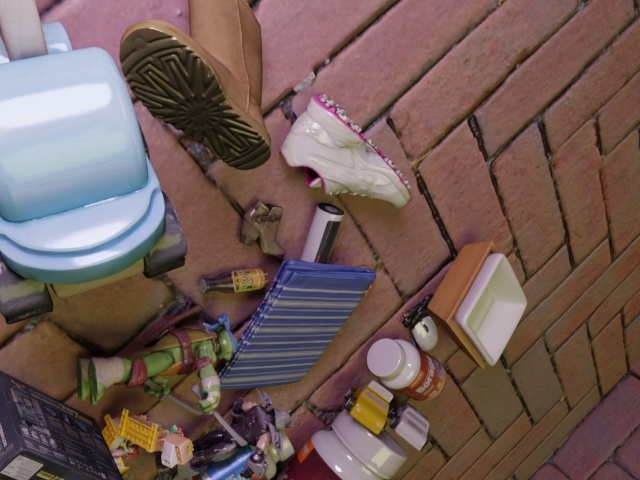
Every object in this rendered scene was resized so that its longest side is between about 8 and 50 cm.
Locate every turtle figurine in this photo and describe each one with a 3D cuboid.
[{"bbox_3d":[-0.262,0.259,1.055,0.266,0.198,0.274,1,114,-33],"label":"turtle figurine"}]

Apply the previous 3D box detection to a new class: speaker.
[{"bbox_3d":[0.000,0.000,1.191,0.055,0.055,0.136,1,118,-39],"label":"speaker"}]

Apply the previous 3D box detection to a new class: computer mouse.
[{"bbox_3d":[0.266,0.225,1.562,0.106,0.042,0.193,-37,135,-15],"label":"computer mouse"}]

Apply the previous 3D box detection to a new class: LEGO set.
[{"bbox_3d":[-0.314,0.365,1.108,0.287,0.132,0.107,-30,153,27],"label":"LEGO set"}]

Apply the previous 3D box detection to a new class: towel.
[{"bbox_3d":[-0.053,0.174,1.242,0.243,0.040,0.336,7,126,-43],"label":"towel"}]

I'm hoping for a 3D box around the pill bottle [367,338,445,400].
[{"bbox_3d":[0.207,0.313,1.516,0.121,0.121,0.216,-53,136,3],"label":"pill bottle"}]

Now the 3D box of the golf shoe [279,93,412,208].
[{"bbox_3d":[0.048,-0.131,1.118,0.140,0.115,0.306,-45,130,10],"label":"golf shoe"}]

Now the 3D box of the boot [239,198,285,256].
[{"bbox_3d":[-0.091,-0.023,1.113,0.118,0.042,0.086,20,102,-45],"label":"boot"}]

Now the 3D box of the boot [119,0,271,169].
[{"bbox_3d":[-0.147,-0.244,0.765,0.089,0.269,0.236,-21,142,17],"label":"boot"}]

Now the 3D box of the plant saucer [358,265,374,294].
[{"bbox_3d":[0.082,0.091,1.347,0.084,0.013,0.083,-21,130,-27],"label":"plant saucer"}]

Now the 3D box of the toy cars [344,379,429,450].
[{"bbox_3d":[0.180,0.421,1.527,0.087,0.176,0.394,-52,136,1],"label":"toy cars"}]

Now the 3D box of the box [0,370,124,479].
[{"bbox_3d":[-0.422,0.318,0.971,0.059,0.183,0.232,-43,137,-7],"label":"box"}]

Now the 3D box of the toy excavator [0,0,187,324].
[{"bbox_3d":[-0.308,-0.189,0.668,0.223,0.432,0.445,-18,156,-24],"label":"toy excavator"}]

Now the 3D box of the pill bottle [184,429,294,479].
[{"bbox_3d":[-0.172,0.478,1.322,0.222,0.124,0.124,-31,133,-19],"label":"pill bottle"}]

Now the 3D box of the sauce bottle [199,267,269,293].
[{"bbox_3d":[-0.156,0.076,1.125,0.128,0.042,0.042,-8,122,-37],"label":"sauce bottle"}]

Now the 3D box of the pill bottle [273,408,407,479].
[{"bbox_3d":[0.010,0.601,1.478,0.392,0.224,0.224,-49,136,-1],"label":"pill bottle"}]

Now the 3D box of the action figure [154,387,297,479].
[{"bbox_3d":[-0.182,0.399,1.235,0.285,0.185,0.099,-18,116,-9],"label":"action figure"}]

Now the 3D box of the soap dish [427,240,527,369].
[{"bbox_3d":[0.392,0.159,1.537,0.228,0.118,0.291,-57,137,-14],"label":"soap dish"}]
